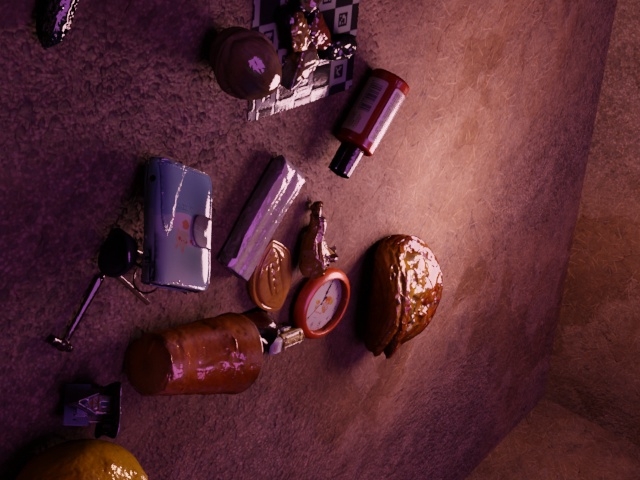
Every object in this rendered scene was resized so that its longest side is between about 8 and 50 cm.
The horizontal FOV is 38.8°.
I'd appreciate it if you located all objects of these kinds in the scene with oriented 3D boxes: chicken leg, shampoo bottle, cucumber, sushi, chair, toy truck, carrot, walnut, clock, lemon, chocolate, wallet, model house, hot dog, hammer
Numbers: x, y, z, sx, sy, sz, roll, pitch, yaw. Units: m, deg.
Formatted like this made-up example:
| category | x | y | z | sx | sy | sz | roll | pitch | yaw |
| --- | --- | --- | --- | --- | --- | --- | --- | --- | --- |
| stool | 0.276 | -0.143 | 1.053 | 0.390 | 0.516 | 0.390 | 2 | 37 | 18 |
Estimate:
| category | x | y | z | sx | sy | sz | roll | pitch | yaw |
| --- | --- | --- | --- | --- | --- | --- | --- | --- | --- |
| chicken leg | -0.003 | 0.000 | 2.298 | 0.101 | 0.085 | 0.207 | 2 | 108 | -8 |
| shampoo bottle | 0.110 | -0.281 | 2.242 | 0.278 | 0.104 | 0.104 | -60 | 147 | -5 |
| cucumber | -0.414 | -0.428 | 1.472 | 0.067 | 0.067 | 0.245 | -8 | 120 | -52 |
| sushi | -0.006 | -0.453 | 2.008 | 0.359 | 0.064 | 0.343 | -27 | 132 | -43 |
| chair | -0.370 | 0.060 | 1.834 | 0.095 | 0.104 | 0.221 | -42 | 147 | -2 |
| toy truck | -0.101 | 0.255 | 2.352 | 0.123 | 0.063 | 0.052 | -17 | 126 | -48 |
| carrot | -0.279 | 0.251 | 2.010 | 0.254 | 0.196 | 0.196 | 5 | 107 | -50 |
| walnut | -0.148 | -0.351 | 1.811 | 0.140 | 0.140 | 0.162 | -49 | 145 | -21 |
| clock | 0.002 | 0.168 | 2.444 | 0.205 | 0.051 | 0.205 | -30 | 133 | -38 |
| lemon | -0.487 | 0.526 | 1.839 | 0.284 | 0.260 | 0.260 | -16 | 128 | -78 |
| chocolate | -0.160 | 0.229 | 2.241 | 0.149 | 0.080 | 0.125 | -45 | 143 | -24 |
| wallet | -0.287 | -0.026 | 1.811 | 0.176 | 0.075 | 0.250 | 19 | 68 | -59 |
| model house | -0.471 | 0.343 | 1.847 | 0.088 | 0.167 | 0.117 | 9 | 77 | -28 |
| hot dog | 0.232 | 0.175 | 2.653 | 0.267 | 0.174 | 0.387 | -27 | 131 | -45 |
| hammer | -0.475 | 0.139 | 1.802 | 0.178 | 0.021 | 0.065 | -61 | 146 | -6 |

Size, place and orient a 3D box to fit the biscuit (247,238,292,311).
| category | x | y | z | sx | sy | sz | roll | pitch | yaw |
| --- | --- | --- | --- | --- | --- | --- | --- | --- | --- |
| biscuit | -0.122 | 0.092 | 2.245 | 0.142 | 0.029 | 0.220 | -33 | 136 | -38 |

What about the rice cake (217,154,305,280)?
| category | x | y | z | sx | sy | sz | roll | pitch | yaw |
| --- | --- | --- | --- | --- | --- | --- | --- | --- | --- |
| rice cake | -0.136 | -0.052 | 2.110 | 0.298 | 0.050 | 0.106 | -60 | 146 | -4 |
